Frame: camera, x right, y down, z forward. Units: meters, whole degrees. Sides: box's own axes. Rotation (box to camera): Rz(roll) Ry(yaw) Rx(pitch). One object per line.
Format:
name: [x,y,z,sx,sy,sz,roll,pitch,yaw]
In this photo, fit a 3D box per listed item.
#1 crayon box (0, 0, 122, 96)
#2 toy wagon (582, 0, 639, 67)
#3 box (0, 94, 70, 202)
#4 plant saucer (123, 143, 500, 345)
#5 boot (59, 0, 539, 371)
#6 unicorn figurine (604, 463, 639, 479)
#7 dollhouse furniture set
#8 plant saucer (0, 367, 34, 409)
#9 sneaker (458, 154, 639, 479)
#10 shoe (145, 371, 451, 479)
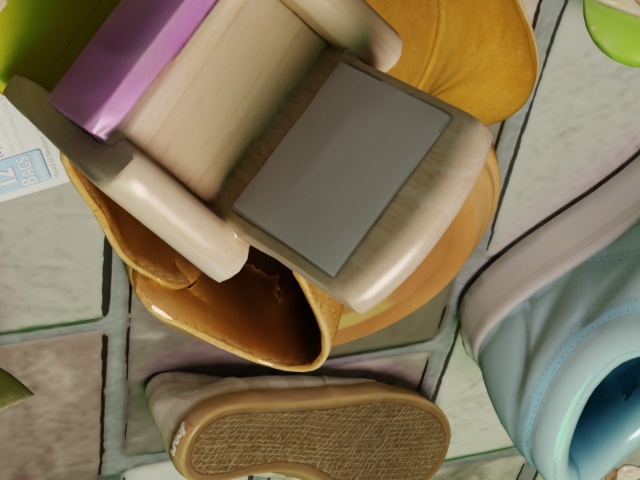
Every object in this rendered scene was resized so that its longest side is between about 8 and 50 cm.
crayon box: [-0.106,-0.177,0.446,0.202,0.081,0.318,-53,130,-4]
toy wagon: [0.226,-0.090,0.678,0.344,0.068,0.267,19,178,8]
box: [-0.160,-0.102,0.629,0.114,0.103,0.203,-17,147,-3]
plant saucer: [0.000,0.000,0.914,0.200,0.037,0.200,-13,147,-8]
boot: [-0.001,-0.043,0.680,0.104,0.211,0.295,-17,147,28]
unicorn figurine: [0.212,0.105,1.146,0.111,0.060,0.162,-35,143,24]
dollhouse furniture set: [-0.008,-0.164,0.340,0.286,0.198,0.303,-53,130,-4]
plant saucer: [-0.256,0.097,0.847,0.241,0.037,0.241,-18,180,0]
sneaker: [0.235,0.010,0.938,0.135,0.150,0.366,13,135,-40]
shoe: [-0.009,0.108,1.057,0.219,0.058,0.076,11,106,-43]
